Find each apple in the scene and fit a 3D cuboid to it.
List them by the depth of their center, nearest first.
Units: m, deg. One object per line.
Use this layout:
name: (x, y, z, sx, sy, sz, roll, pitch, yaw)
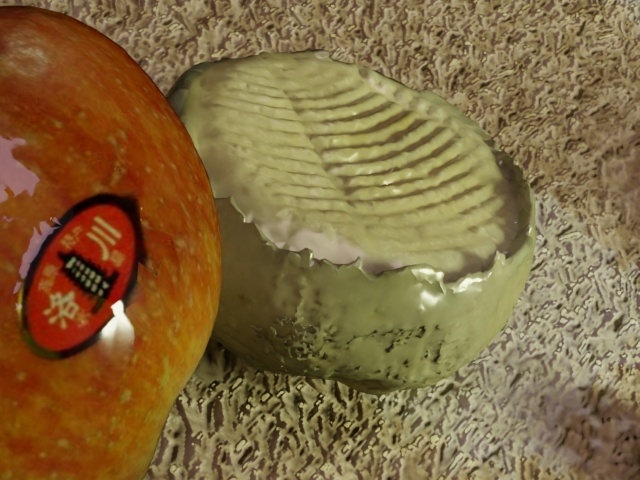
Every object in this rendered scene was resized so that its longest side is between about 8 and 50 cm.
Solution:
apple: (-0.178, 0.039, 0.861, 0.250, 0.277, 0.309, 43, 78, 2)

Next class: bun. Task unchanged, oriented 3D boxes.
bun: (0.000, 0.000, 1.041, 0.259, 0.152, 0.259, 15, 36, -12)
